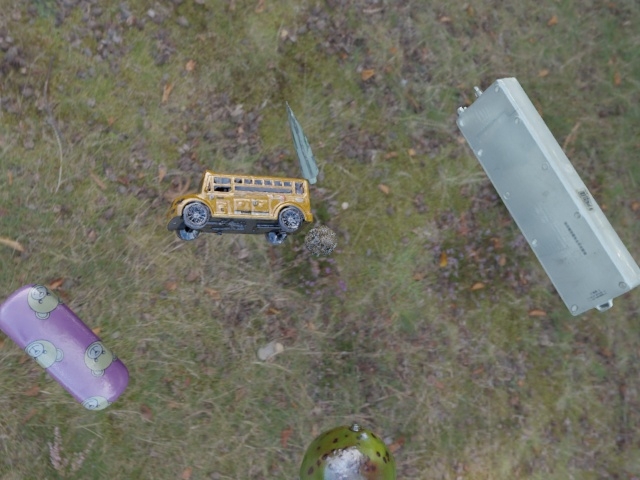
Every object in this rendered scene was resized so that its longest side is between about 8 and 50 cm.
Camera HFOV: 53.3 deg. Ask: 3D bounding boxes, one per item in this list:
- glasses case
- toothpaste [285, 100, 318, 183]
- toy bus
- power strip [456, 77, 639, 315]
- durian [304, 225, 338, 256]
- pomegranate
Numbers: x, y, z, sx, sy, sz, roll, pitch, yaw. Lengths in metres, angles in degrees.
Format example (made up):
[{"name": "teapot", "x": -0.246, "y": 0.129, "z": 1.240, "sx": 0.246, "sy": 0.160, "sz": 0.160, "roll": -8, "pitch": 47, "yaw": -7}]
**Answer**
[{"name": "glasses case", "x": -0.541, "y": 0.228, "z": 1.357, "sx": 0.123, "sy": 0.076, "sz": 0.316, "roll": -46, "pitch": 111, "yaw": -23}, {"name": "toothpaste", "x": -0.043, "y": -0.212, "z": 1.438, "sx": 0.041, "sy": 0.218, "sz": 0.064, "roll": -20, "pitch": 45, "yaw": 0}, {"name": "toy bus", "x": -0.114, "y": -0.047, "z": 0.888, "sx": 0.194, "sy": 0.083, "sz": 0.088, "roll": 2, "pitch": 75, "yaw": -21}, {"name": "power strip", "x": 0.309, "y": -0.070, "z": 0.896, "sx": 0.043, "sy": 0.106, "sz": 0.367, "roll": -17, "pitch": 73, "yaw": -37}, {"name": "durian", "x": 0.000, "y": 0.000, "z": 1.534, "sx": 0.091, "sy": 0.080, "sz": 0.080, "roll": 35, "pitch": 54, "yaw": -66}, {"name": "pomegranate", "x": 0.017, "y": 0.176, "z": 0.455, "sx": 0.073, "sy": 0.073, "sz": 0.084, "roll": 35, "pitch": 60, "yaw": -18}]
